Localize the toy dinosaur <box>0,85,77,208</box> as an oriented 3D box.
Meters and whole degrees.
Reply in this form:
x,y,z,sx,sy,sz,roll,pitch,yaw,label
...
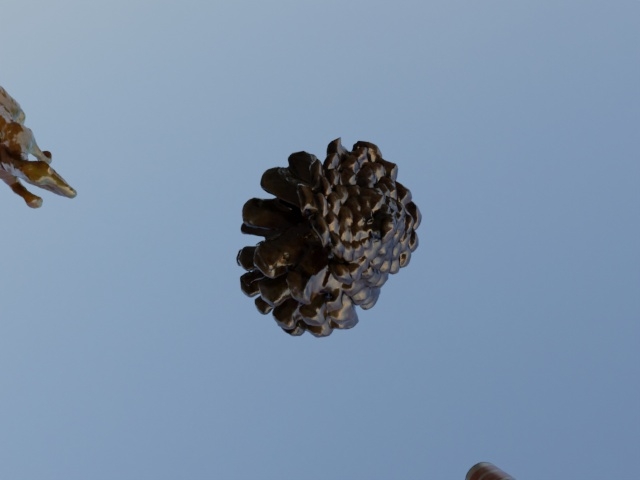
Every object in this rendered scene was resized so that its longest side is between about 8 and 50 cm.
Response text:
x,y,z,sx,sy,sz,roll,pitch,yaw,label
-0.269,-0.107,0.850,0.057,0.212,0.142,-45,-165,-7,toy dinosaur

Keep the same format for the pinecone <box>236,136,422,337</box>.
x,y,z,sx,sy,sz,roll,pitch,yaw,label
0.003,0.001,1.064,0.150,0.195,0.179,39,-143,22,pinecone

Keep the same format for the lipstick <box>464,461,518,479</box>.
x,y,z,sx,sy,sz,roll,pitch,yaw,label
0.169,0.231,0.987,0.038,0.038,0.131,-33,-166,-11,lipstick
